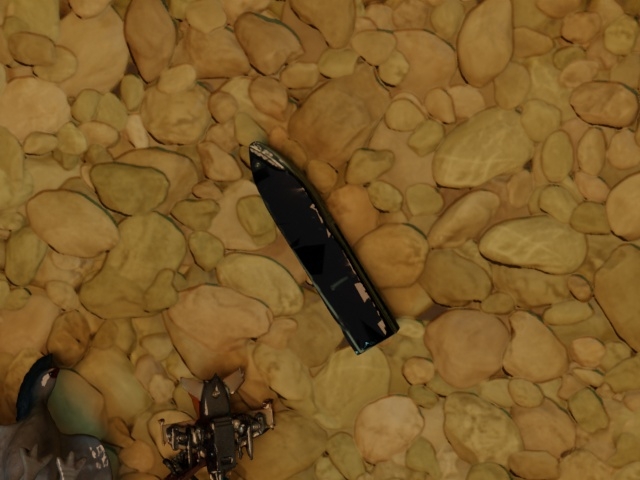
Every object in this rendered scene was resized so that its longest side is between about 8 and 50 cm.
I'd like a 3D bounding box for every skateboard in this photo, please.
[{"bbox_3d":[-0.166,0.295,1.749,0.151,0.067,0.080,-41,103,14],"label":"skateboard"}]

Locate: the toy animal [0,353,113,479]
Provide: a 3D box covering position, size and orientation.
[{"bbox_3d":[-0.311,0.250,1.678,0.239,0.176,0.255,22,79,-23],"label":"toy animal"}]

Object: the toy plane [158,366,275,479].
[{"bbox_3d":[-0.109,0.236,1.692,0.135,0.062,0.188,-5,81,-22],"label":"toy plane"}]

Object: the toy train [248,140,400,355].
[{"bbox_3d":[0.000,0.000,1.642,0.055,0.048,0.252,-30,92,22],"label":"toy train"}]
